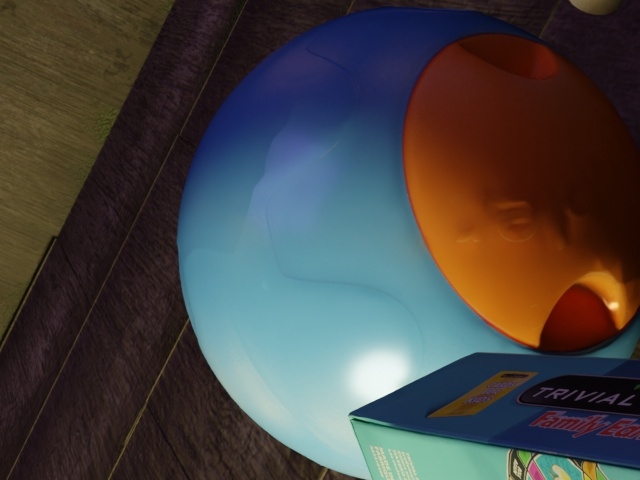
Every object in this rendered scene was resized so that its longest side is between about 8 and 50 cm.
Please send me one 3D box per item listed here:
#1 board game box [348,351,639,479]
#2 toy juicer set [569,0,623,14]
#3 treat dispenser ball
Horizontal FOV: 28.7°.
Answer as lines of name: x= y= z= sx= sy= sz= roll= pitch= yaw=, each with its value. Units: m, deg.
board game box: x=0.158 y=0.172 z=0.434 sx=0.079 sy=0.253 sz=0.336 roll=-23 pitch=7 yaw=-25
toy juicer set: x=0.216 y=-0.190 z=0.611 sx=0.209 sy=0.329 sz=0.089 roll=-52 pitch=57 yaw=43
treat dispenser ball: x=0.057 y=0.002 z=0.762 sx=0.288 sy=0.288 sz=0.288 roll=-48 pitch=27 yaw=34
